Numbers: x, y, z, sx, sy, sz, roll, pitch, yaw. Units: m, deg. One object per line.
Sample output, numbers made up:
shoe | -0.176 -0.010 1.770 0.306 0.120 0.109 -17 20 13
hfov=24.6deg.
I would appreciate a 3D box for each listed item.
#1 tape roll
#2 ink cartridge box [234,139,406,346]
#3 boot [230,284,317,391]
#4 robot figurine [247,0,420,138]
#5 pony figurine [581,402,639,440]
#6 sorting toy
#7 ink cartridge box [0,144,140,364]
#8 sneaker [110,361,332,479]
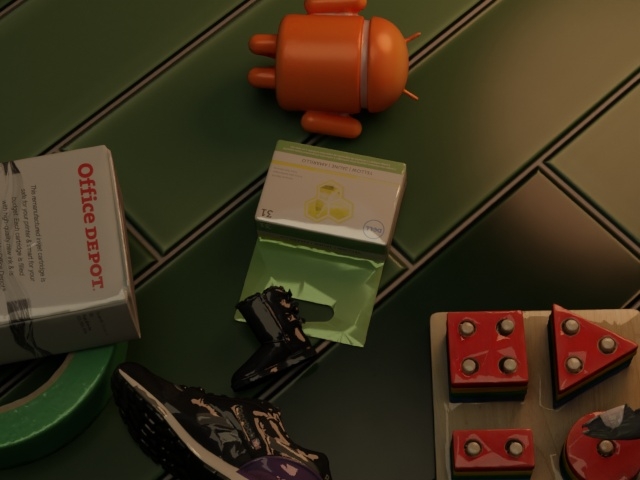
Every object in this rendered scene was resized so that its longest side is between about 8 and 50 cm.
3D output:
tape roll | -0.394 0.112 1.758 0.321 0.077 0.321 -1 63 1
ink cartridge box | 0.000 0.000 1.813 0.171 0.056 0.235 12 63 8
boot | -0.070 0.115 1.751 0.121 0.045 0.099 -25 80 -16
robot figurine | 0.018 -0.225 1.886 0.219 0.128 0.158 2 57 4
pony figurine | 0.470 0.181 1.556 0.303 0.351 0.363 -41 68 10
sorting toy | 0.259 0.189 1.687 0.255 0.089 0.257 -1 63 1
ink cartridge box | -0.363 0.028 1.688 0.289 0.121 0.211 -10 63 -3
sneaker | -0.113 0.224 1.694 0.283 0.107 0.124 39 56 15
